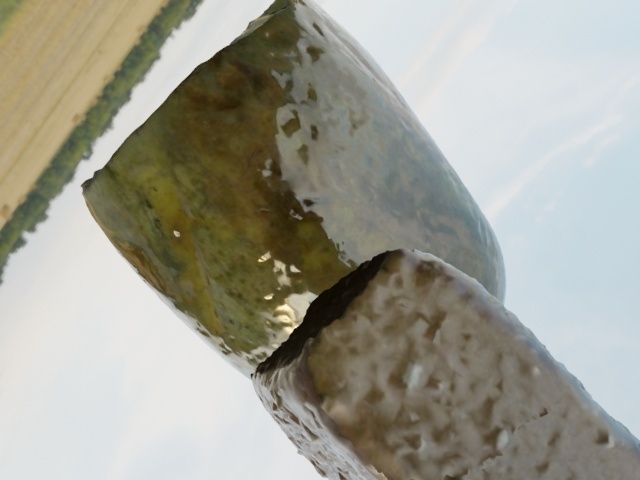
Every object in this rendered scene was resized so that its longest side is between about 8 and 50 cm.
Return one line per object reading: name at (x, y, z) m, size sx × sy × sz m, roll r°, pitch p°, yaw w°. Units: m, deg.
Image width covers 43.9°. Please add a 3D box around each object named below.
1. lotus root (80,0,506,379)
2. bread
lotus root at (0.000, 0.000, 0.644) m, size 0.250 × 0.346 × 0.250 m, roll -37°, pitch -160°, yaw 16°
bread at (0.143, 0.176, 0.410) m, size 0.113 × 0.416 × 0.165 m, roll -47°, pitch -175°, yaw -19°
